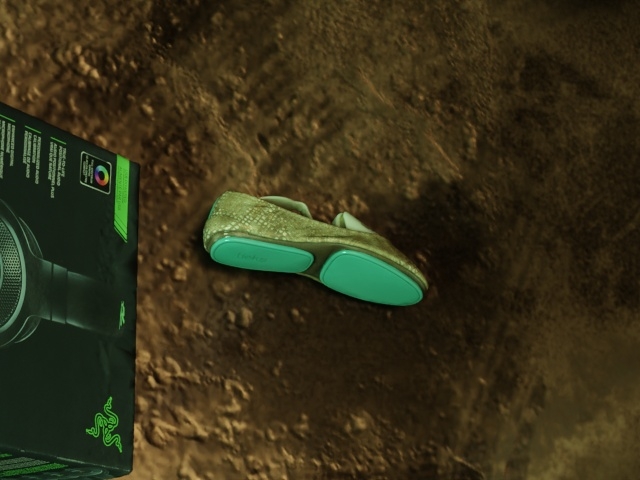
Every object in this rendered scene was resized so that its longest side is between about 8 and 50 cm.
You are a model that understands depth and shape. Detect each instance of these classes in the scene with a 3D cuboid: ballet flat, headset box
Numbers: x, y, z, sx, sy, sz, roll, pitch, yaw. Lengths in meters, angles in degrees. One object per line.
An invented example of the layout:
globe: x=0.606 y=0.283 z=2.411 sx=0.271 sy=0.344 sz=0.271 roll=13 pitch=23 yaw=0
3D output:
ballet flat: x=0.000 y=0.000 z=1.320 sx=0.206 sy=0.073 sz=0.067 roll=17 pitch=53 yaw=-24
headset box: x=-0.253 y=0.037 z=1.091 sx=0.283 sy=0.131 sz=0.246 roll=26 pitch=58 yaw=-53
